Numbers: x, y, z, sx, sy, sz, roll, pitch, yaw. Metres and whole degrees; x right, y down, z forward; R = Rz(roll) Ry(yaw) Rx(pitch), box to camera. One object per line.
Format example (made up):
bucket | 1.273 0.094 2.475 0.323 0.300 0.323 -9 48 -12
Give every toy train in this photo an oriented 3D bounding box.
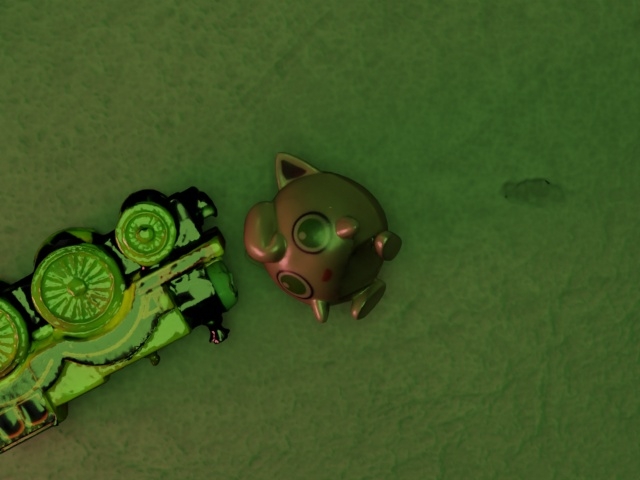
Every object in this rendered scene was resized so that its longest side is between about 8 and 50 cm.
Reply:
toy train | -0.209 0.068 1.349 0.296 0.100 0.160 -29 98 0

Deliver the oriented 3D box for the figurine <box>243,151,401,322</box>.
figurine | 0.000 0.000 1.332 0.138 0.125 0.125 30 92 15
